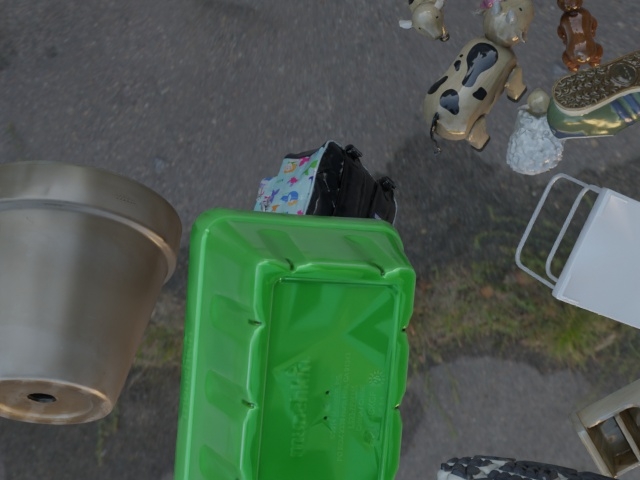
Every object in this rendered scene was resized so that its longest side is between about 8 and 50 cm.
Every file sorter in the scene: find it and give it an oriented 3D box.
[{"bbox_3d":[0.509,0.023,1.781,0.278,0.173,0.192,20,100,-23],"label":"file sorter"}]

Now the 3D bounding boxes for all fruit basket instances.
[{"bbox_3d":[-0.023,0.150,1.197,0.283,0.392,0.391,4,111,-16],"label":"fruit basket"}]

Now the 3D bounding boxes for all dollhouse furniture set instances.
[{"bbox_3d":[0.417,0.268,1.208,0.161,0.242,0.212,-30,115,8],"label":"dollhouse furniture set"}]

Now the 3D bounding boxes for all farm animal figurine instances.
[{"bbox_3d":[0.234,-0.284,1.536,0.330,0.172,0.326,17,81,23],"label":"farm animal figurine"}]

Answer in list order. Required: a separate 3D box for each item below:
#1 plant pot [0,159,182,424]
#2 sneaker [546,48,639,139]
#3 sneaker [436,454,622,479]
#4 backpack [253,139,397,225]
[{"bbox_3d":[-0.360,0.090,1.427,0.323,0.280,0.323,0,152,0],"label":"plant pot"},{"bbox_3d":[0.340,-0.160,1.165,0.192,0.064,0.086,-14,154,-8],"label":"sneaker"},{"bbox_3d":[0.166,0.199,0.534,0.275,0.107,0.109,29,104,33],"label":"sneaker"},{"bbox_3d":[0.000,0.000,1.637,0.191,0.253,0.225,-20,135,33],"label":"backpack"}]
